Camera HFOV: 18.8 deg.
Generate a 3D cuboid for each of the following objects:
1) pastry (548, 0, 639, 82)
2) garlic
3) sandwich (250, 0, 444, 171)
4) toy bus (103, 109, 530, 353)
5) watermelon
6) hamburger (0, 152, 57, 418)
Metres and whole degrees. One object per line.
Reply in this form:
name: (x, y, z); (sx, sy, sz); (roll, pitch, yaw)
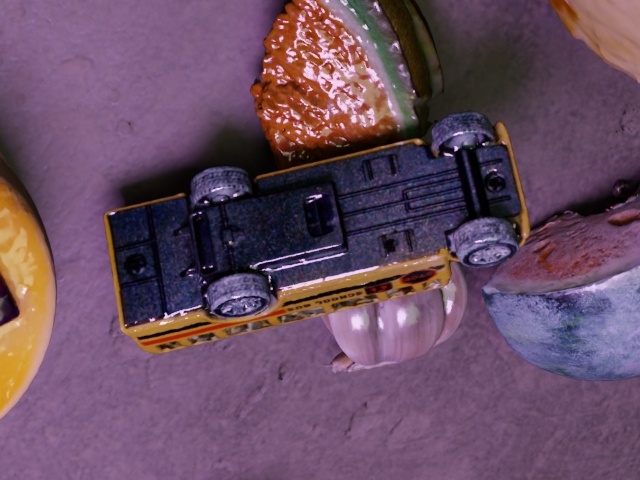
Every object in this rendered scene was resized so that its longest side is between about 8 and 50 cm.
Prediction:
pastry: (0.332, -0.297, 1.542); (0.388, 0.312, 0.388); (-35, 148, -26)
garlic: (0.057, 0.019, 1.672); (0.131, 0.127, 0.194); (-4, 93, -16)
sandwich: (0.009, -0.153, 1.600); (0.160, 0.109, 0.185); (-23, 118, 14)
toy bus: (0.000, 0.000, 1.570); (0.335, 0.121, 0.123); (-13, 157, 4)
watermelon: (0.322, 0.044, 1.745); (0.322, 0.175, 0.188); (-30, 116, -8)
hamburger: (-0.347, 0.035, 1.477); (0.300, 0.176, 0.300); (-8, 110, -21)
